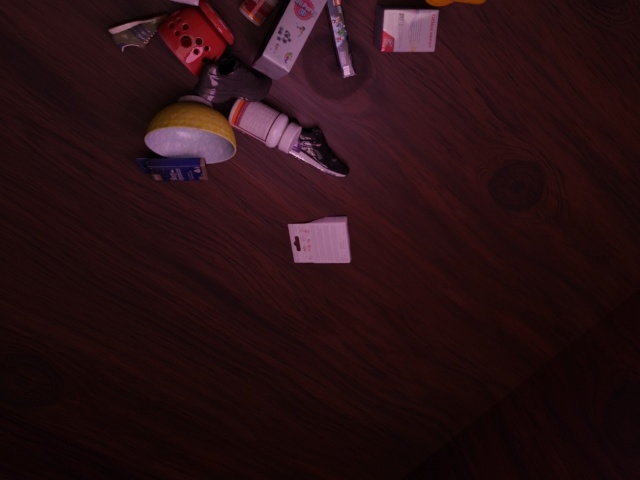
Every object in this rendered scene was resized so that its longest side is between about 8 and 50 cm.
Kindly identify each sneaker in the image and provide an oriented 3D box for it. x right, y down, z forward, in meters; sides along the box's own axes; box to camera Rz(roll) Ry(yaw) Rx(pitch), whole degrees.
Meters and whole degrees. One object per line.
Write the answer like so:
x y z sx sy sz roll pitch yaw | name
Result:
-0.549 -0.639 1.751 0.192 0.064 0.086 -14 126 1 | sneaker
-0.253 -0.505 1.761 0.286 0.109 0.130 -22 146 -47 | sneaker
-0.006 -0.321 1.971 0.283 0.107 0.124 24 108 -19 | sneaker

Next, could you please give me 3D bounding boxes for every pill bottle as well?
-0.173 -0.739 1.728 0.086 0.086 0.152 35 108 -23 | pill bottle
-0.181 -0.381 1.865 0.221 0.121 0.121 29 113 2 | pill bottle

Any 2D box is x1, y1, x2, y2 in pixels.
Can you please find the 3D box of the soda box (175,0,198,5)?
-0.354 -0.790 1.518 0.091 0.098 0.286 6 116 -16 | soda box

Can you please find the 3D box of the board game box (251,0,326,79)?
-0.082 -0.638 1.667 0.097 0.224 0.303 28 91 -19 | board game box

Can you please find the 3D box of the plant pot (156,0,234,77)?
-0.367 -0.617 1.713 0.174 0.191 0.191 -37 117 6 | plant pot

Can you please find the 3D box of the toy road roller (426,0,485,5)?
0.384 -0.790 1.525 0.202 0.241 0.330 -10 147 -33 | toy road roller

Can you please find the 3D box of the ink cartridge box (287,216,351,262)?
0.000 0.000 2.187 0.224 0.056 0.181 0 120 14 | ink cartridge box

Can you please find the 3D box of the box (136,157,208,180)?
-0.503 -0.242 1.938 0.225 0.136 0.037 -1 75 -6 | box

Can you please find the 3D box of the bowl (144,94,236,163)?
-0.412 -0.373 1.839 0.289 0.289 0.156 5 75 -10 | bowl

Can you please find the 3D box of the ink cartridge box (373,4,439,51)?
0.269 -0.673 1.796 0.176 0.127 0.128 -1 118 -7 | ink cartridge box

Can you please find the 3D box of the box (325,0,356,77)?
0.058 -0.644 1.767 0.044 0.159 0.233 -14 120 2 | box
